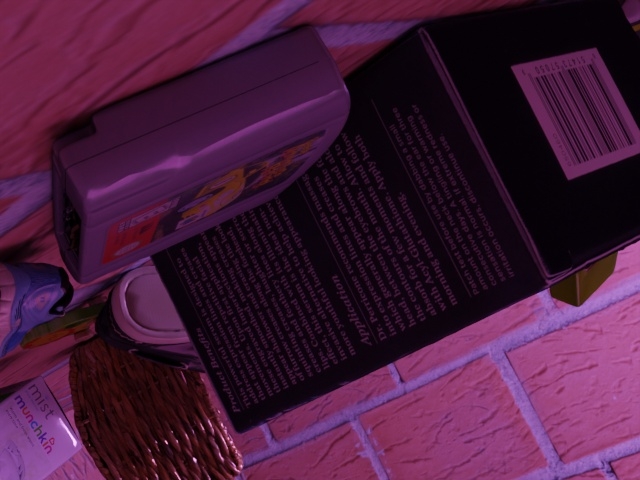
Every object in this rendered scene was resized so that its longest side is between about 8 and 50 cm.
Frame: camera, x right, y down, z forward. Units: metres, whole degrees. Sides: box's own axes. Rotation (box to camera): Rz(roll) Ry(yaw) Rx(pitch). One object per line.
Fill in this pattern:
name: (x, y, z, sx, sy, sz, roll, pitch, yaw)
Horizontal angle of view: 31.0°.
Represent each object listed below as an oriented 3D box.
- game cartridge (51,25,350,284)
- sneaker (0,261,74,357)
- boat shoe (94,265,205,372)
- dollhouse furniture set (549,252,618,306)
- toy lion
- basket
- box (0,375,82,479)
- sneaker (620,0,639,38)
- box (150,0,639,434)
game cartridge: (-0.084, -0.050, 0.786, 0.196, 0.060, 0.294, -29, 176, -16)
sneaker: (-0.236, 0.056, 0.933, 0.073, 0.063, 0.162, -9, 169, -22)
boat shoe: (-0.116, 0.105, 1.394, 0.340, 0.127, 0.113, 3, 155, -39)
dollhouse furniture set: (0.191, -0.080, 1.236, 0.302, 0.151, 0.197, 22, -137, 34)
toy lion: (-0.307, 0.103, 1.368, 0.096, 0.034, 0.100, -13, 167, -40)
basket: (-0.275, 0.286, 1.856, 0.213, 0.299, 0.223, -26, 175, -9)
box: (-0.492, 0.310, 1.534, 0.262, 0.126, 0.231, -20, -167, 39)
sneaker: (0.347, -0.192, 1.152, 0.111, 0.121, 0.300, -26, 175, -5)
box: (0.088, -0.019, 1.028, 0.293, 0.212, 0.395, -20, 172, -45)
